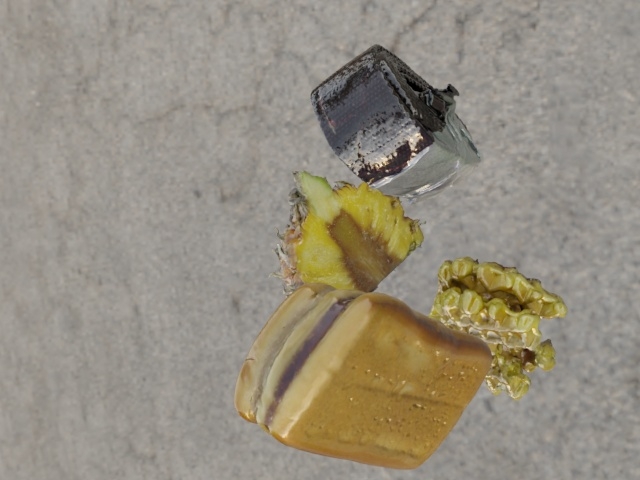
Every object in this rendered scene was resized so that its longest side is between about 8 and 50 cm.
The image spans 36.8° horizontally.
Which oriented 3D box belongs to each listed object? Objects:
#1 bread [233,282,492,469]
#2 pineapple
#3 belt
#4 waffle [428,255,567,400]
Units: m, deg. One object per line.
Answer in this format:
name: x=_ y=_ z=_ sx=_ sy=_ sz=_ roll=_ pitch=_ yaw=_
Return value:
bread: x=0.035 y=0.094 z=0.662 sx=0.077 sy=0.200 sz=0.116 roll=29 pitch=91 yaw=38
pineapple: x=-0.002 y=-0.003 z=1.934 sx=0.286 sy=0.344 sz=0.209 roll=53 pitch=147 yaw=-5
belt: x=0.123 y=-0.164 z=1.355 sx=0.164 sy=0.289 sz=0.184 roll=-37 pitch=64 yaw=20
waffle: x=0.339 y=0.170 z=1.895 sx=0.261 sy=0.151 sz=0.324 roll=23 pitch=150 yaw=21
